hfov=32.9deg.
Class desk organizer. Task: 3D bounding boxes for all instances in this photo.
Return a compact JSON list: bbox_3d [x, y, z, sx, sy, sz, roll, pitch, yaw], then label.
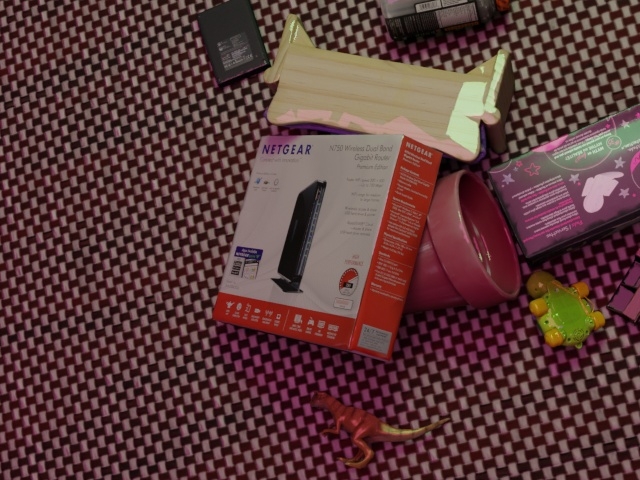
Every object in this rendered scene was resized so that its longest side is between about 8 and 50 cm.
[{"bbox_3d":[0.464,0.053,1.557,0.050,0.047,0.130,31,88,20],"label":"desk organizer"}]

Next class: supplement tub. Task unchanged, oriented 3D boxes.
[{"bbox_3d":[0.191,-0.382,1.673,0.190,0.117,0.117,-10,77,12],"label":"supplement tub"}]

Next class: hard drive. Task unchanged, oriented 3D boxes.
[{"bbox_3d":[-0.145,-0.332,1.797,0.094,0.022,0.135,-21,75,10],"label":"hard drive"}]

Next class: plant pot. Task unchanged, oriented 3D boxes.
[{"bbox_3d":[0.168,0.020,1.573,0.180,0.201,0.201,-22,74,26],"label":"plant pot"}]

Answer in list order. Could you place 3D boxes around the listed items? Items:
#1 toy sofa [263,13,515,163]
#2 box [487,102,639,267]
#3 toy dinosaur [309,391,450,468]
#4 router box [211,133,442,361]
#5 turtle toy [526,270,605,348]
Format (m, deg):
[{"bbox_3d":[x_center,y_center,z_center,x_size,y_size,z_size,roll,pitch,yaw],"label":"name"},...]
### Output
[{"bbox_3d":[0.104,-0.210,1.643,0.362,0.150,0.177,12,81,16],"label":"toy sofa"},{"bbox_3d":[0.382,-0.073,1.541,0.247,0.163,0.142,-23,78,9],"label":"box"},{"bbox_3d":[0.072,0.282,1.604,0.211,0.064,0.112,17,83,16],"label":"toy dinosaur"},{"bbox_3d":[0.000,0.000,1.576,0.335,0.082,0.301,5,79,51],"label":"router box"},{"bbox_3d":[0.343,0.100,1.567,0.095,0.066,0.130,-19,71,-14],"label":"turtle toy"}]
